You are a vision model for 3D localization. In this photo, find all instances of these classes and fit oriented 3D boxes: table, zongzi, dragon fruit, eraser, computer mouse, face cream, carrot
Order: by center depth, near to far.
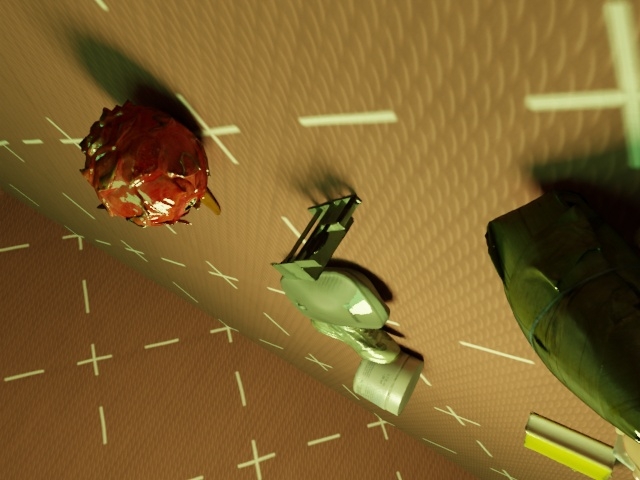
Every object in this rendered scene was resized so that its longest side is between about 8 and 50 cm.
[{"bbox_3d":[0.359,0.146,0.572,0.160,0.360,0.323,-40,120,20],"label":"zongzi"},{"bbox_3d":[0.000,0.000,0.945,0.062,0.146,0.175,43,156,-23],"label":"table"},{"bbox_3d":[-0.342,-0.147,0.986,0.253,0.240,0.241,17,158,-3],"label":"dragon fruit"},{"bbox_3d":[-0.279,-0.098,1.254,0.035,0.035,0.142,20,160,26],"label":"carrot"},{"bbox_3d":[0.025,0.150,1.260,0.331,0.095,0.197,-6,125,47],"label":"computer mouse"},{"bbox_3d":[0.672,0.565,1.368,0.226,0.069,0.158,19,152,29],"label":"eraser"},{"bbox_3d":[0.200,0.405,1.496,0.153,0.177,0.177,24,157,22],"label":"face cream"}]

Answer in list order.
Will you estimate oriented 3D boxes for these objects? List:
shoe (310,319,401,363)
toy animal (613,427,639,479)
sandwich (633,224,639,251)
[{"bbox_3d":[0.101,0.246,1.401,0.275,0.103,0.098,24,137,14],"label":"shoe"},{"bbox_3d":[0.543,0.291,0.750,0.195,0.256,0.213,36,147,-7],"label":"toy animal"},{"bbox_3d":[0.403,-0.029,0.410,0.100,0.288,0.254,22,113,6],"label":"sandwich"}]
